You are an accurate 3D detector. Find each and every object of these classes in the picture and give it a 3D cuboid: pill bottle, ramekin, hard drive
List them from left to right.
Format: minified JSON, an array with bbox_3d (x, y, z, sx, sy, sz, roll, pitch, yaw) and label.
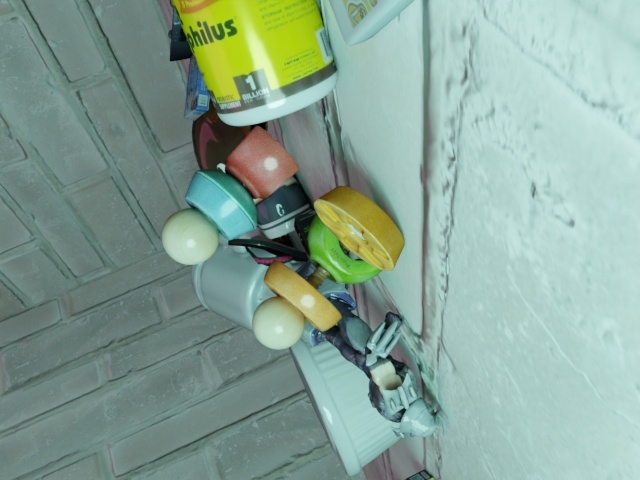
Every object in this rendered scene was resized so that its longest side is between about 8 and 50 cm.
[{"bbox_3d":[-0.182,-0.348,0.862,0.255,0.054,0.171,-158,73,-74],"label":"hard drive"},{"bbox_3d":[-0.069,-0.216,0.522,0.117,0.117,0.215,-133,21,-66],"label":"pill bottle"},{"bbox_3d":[0.046,0.266,1.093,0.273,0.127,0.272,157,90,-82],"label":"ramekin"}]

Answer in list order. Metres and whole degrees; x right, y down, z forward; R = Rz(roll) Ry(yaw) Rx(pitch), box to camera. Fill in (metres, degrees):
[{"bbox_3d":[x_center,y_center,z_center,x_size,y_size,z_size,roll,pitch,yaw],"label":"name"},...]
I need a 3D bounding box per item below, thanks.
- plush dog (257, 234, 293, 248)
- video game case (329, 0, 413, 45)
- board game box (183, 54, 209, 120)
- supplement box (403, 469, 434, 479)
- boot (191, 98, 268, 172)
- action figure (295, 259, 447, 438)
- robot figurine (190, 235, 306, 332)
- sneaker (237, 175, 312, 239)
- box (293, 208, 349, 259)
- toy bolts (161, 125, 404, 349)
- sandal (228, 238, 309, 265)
[{"bbox_3d":[-0.132,0.052,1.593,0.262,0.211,0.225,19,124,39],"label":"plush dog"},{"bbox_3d":[0.011,-0.226,0.317,0.227,0.026,0.206,-158,45,-78],"label":"video game case"},{"bbox_3d":[-0.172,-0.221,0.862,0.090,0.020,0.090,-177,93,-68],"label":"board game box"},{"bbox_3d":[0.177,0.430,1.009,0.055,0.043,0.083,140,107,-81],"label":"supplement box"},{"bbox_3d":[-0.102,-0.164,0.835,0.280,0.096,0.264,-137,56,-63],"label":"boot"},{"bbox_3d":[0.061,0.142,0.784,0.285,0.099,0.185,45,154,35],"label":"action figure"},{"bbox_3d":[-0.151,0.091,1.364,0.353,0.200,0.299,17,137,43],"label":"robot figurine"},{"bbox_3d":[-0.106,-0.078,1.119,0.127,0.126,0.321,63,161,-9],"label":"sneaker"},{"bbox_3d":[0.000,0.000,0.909,0.062,0.052,0.083,108,139,-78],"label":"box"},{"bbox_3d":[-0.050,0.007,0.638,0.228,0.158,0.218,43,168,-5],"label":"toy bolts"},{"bbox_3d":[-0.075,0.029,1.075,0.067,0.179,0.040,171,113,-76],"label":"sandal"}]
